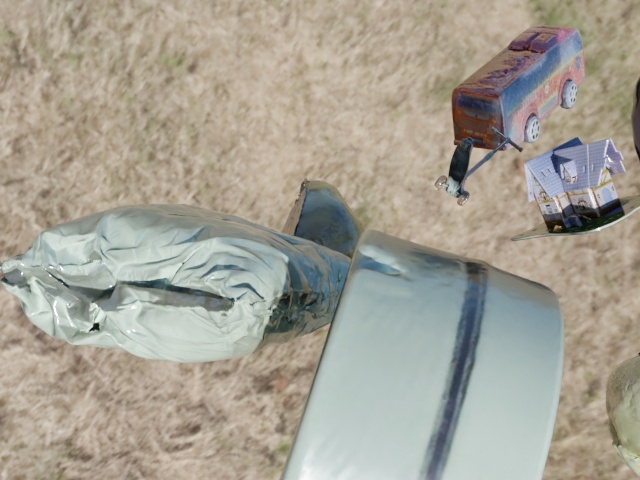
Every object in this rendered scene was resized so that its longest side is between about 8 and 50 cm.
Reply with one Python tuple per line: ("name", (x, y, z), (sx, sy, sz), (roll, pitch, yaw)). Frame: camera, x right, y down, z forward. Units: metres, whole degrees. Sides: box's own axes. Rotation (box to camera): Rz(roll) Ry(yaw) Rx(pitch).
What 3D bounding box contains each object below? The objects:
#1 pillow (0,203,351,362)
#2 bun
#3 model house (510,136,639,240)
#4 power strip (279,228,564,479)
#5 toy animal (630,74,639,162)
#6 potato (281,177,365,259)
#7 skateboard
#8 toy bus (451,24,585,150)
("pillow", (-0.115, 0.037, 0.980), (0.310, 0.283, 0.138), (-4, 99, -70))
("bun", (0.464, 0.256, 1.319), (0.141, 0.239, 0.239), (-44, 93, -15))
("model house", (0.287, -0.063, 1.166), (0.117, 0.167, 0.088), (-25, 97, -22))
("power strip", (0.055, 0.179, 0.792), (0.161, 0.357, 0.357), (18, 54, 2))
("toy animal", (0.194, 0.051, 0.293), (0.185, 0.122, 0.298), (-4, 86, -6))
("potato", (0.000, 0.000, 1.273), (0.098, 0.243, 0.138), (18, 87, -7))
("skateboard", (0.130, -0.073, 0.806), (0.032, 0.064, 0.083), (37, 54, 22))
("toy bus", (0.191, -0.145, 0.962), (0.192, 0.065, 0.077), (-41, 132, -43))
